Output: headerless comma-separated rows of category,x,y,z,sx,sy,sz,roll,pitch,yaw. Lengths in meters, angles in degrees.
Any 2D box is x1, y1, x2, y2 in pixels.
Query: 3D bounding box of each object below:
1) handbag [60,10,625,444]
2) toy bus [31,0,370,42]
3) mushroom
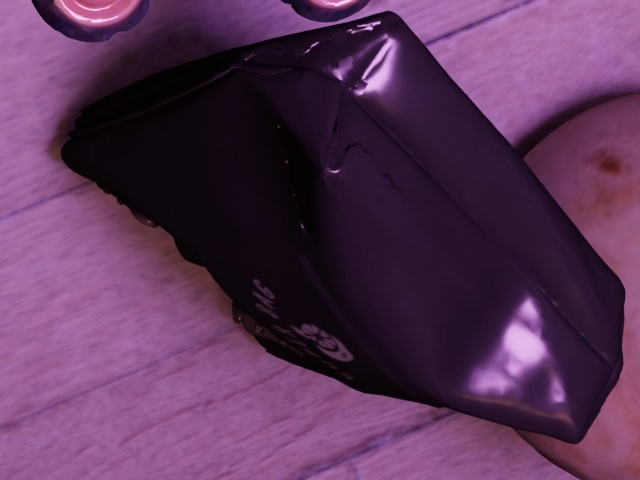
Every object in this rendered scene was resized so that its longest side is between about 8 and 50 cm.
handbag,0.000,0.000,1.122,0.342,0.288,0.152,47,59,-35
toy bus,-0.083,-0.247,0.979,0.287,0.194,0.232,-8,112,-18
mushroom,0.262,0.038,1.291,0.297,0.297,0.290,-56,161,17
